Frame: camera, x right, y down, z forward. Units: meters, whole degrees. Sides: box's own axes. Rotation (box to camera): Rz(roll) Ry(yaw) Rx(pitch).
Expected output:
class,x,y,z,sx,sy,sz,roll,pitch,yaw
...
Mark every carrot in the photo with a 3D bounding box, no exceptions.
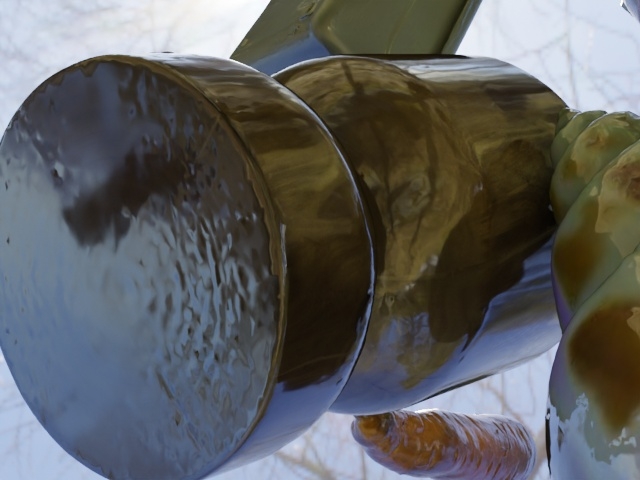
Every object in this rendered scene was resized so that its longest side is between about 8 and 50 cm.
class,x,y,z,sx,sy,sz,roll,pitch,yaw
carrot,0.086,0.140,0.881,0.059,0.248,0.059,-8,-105,29

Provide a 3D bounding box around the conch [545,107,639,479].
class,x,y,z,sx,sy,sz,roll,pitch,yaw
conch,0.216,0.081,0.528,0.249,0.197,0.368,-29,-96,3

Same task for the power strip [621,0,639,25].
class,x,y,z,sx,sy,sz,roll,pitch,yaw
power strip,0.339,-0.253,1.182,0.154,0.154,0.078,-15,-128,-11

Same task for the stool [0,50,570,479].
class,x,y,z,sx,sy,sz,roll,pitch,yaw
stool,0.000,0.000,0.622,0.179,0.179,0.264,26,-159,34

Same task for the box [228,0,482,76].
class,x,y,z,sx,sy,sz,roll,pitch,yaw
box,0.019,-0.133,0.843,0.124,0.093,0.172,-18,-147,43
